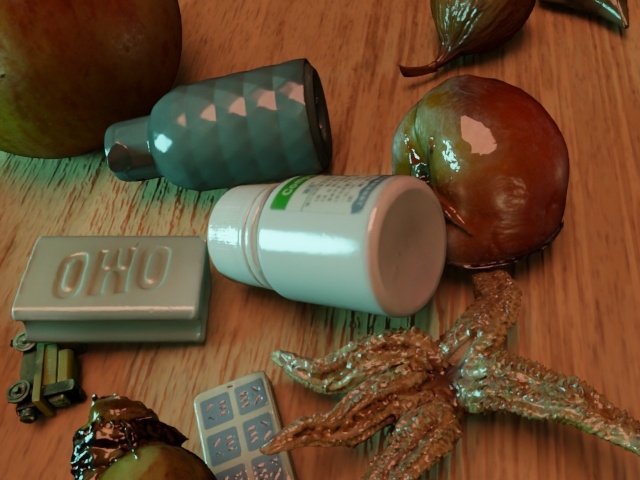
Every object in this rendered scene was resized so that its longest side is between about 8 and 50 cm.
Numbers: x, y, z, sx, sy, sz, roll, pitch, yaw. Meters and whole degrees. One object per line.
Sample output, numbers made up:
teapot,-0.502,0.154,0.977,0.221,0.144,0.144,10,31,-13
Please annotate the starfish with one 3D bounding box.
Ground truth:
starfish,0.093,0.155,0.594,0.293,0.084,0.301,-22,44,-7

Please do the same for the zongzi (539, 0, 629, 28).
zongzi,0.352,-0.338,0.934,0.154,0.062,0.131,-4,64,20

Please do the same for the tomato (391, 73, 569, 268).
tomato,0.165,-0.095,0.709,0.180,0.155,0.214,-18,37,-12

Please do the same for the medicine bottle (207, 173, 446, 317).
medicine bottle,0.000,0.000,0.683,0.236,0.139,0.139,4,52,43

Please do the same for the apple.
apple,-0.400,-0.305,0.948,0.400,0.334,0.401,4,47,-4

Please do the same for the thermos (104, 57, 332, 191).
thermos,-0.133,-0.144,0.864,0.286,0.145,0.182,-8,20,11

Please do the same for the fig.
fig,0.202,-0.295,0.911,0.201,0.133,0.146,-61,30,-5

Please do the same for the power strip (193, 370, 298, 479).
power strip,-0.067,0.216,0.630,0.081,0.035,0.192,-20,50,-1

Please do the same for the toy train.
toy train,-0.308,0.146,0.743,0.081,0.050,0.122,-13,50,-5

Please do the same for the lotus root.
lotus root,-0.143,0.284,0.523,0.169,0.141,0.314,-32,53,31

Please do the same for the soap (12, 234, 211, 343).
soap,-0.228,0.054,0.749,0.197,0.067,0.119,0,50,-1
